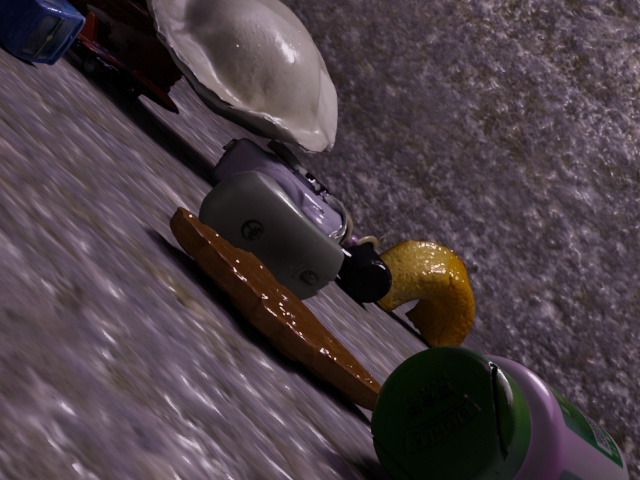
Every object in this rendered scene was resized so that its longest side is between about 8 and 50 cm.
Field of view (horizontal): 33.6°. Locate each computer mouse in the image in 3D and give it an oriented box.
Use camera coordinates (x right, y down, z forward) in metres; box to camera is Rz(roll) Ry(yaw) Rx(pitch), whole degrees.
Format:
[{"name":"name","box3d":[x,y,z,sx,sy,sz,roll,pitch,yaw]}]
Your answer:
[{"name":"computer mouse","box3d":[-0.041,0.008,1.044,0.182,0.089,0.056,42,14,-38]}]

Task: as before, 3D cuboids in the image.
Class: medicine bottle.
[{"name":"medicine bottle","box3d":[0.144,0.168,0.827,0.133,0.133,0.274,46,5,35]}]

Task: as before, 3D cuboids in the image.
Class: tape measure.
[{"name":"tape measure","box3d":[-0.045,-0.059,1.489,0.196,0.105,0.178,42,4,7]}]

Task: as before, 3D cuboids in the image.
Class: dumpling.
[{"name":"dumpling","box3d":[-0.093,-0.229,1.485,0.260,0.181,0.341,-98,166,-45]}]

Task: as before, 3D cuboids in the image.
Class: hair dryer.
[{"name":"hair dryer","box3d":[0.000,-0.001,1.613,0.248,0.070,0.114,37,6,-16]}]

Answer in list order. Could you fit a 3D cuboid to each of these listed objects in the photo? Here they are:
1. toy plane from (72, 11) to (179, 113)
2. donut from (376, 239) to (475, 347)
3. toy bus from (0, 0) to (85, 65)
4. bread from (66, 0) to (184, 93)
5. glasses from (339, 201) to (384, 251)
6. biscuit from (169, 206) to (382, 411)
[{"name":"toy plane","box3d":[-0.268,-0.225,1.412,0.189,0.061,0.130,46,3,-10]},{"name":"donut","box3d":[0.191,0.088,1.858,0.259,0.152,0.101,37,14,-31]},{"name":"toy bus","box3d":[-0.359,-0.281,1.099,0.236,0.079,0.094,43,21,6]},{"name":"bread","box3d":[-0.284,-0.312,1.569,0.224,0.142,0.212,38,4,-40]},{"name":"glasses","box3d":[-0.026,-0.024,1.784,0.221,0.088,0.190,21,-8,36]},{"name":"biscuit","box3d":[-0.033,0.064,0.896,0.250,0.035,0.162,41,10,-6]}]
